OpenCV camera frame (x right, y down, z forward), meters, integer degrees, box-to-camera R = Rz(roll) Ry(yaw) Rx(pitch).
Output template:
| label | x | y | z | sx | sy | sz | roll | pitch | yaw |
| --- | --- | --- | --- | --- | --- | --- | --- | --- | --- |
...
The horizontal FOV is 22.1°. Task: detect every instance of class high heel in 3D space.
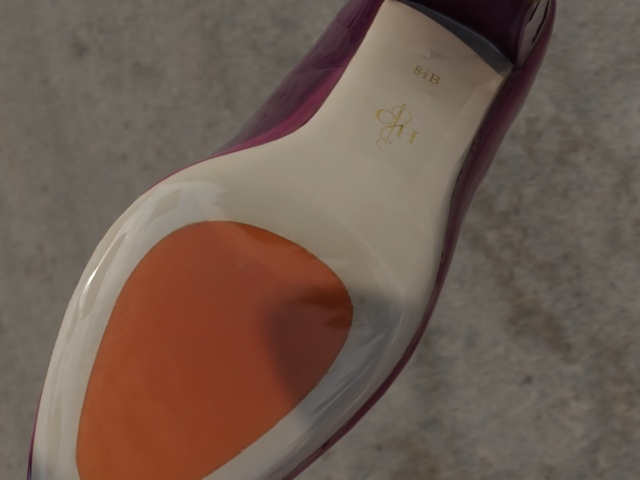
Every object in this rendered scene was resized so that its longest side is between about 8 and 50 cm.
| label | x | y | z | sx | sy | sz | roll | pitch | yaw |
| --- | --- | --- | --- | --- | --- | --- | --- | --- | --- |
| high heel | 0.000 | 0.000 | 0.725 | 0.127 | 0.377 | 0.181 | 37 | 159 | 5 |
